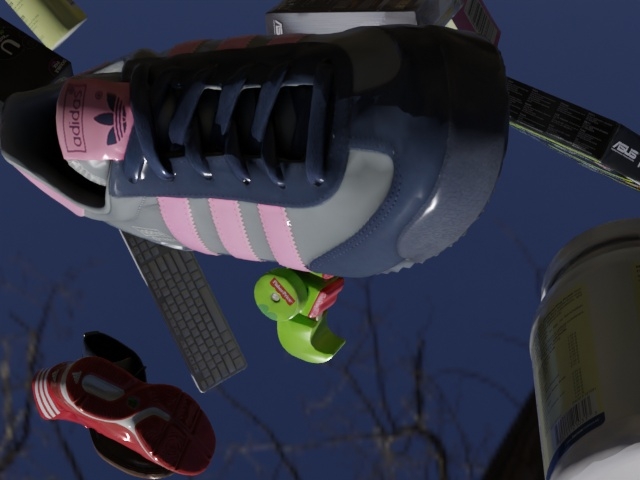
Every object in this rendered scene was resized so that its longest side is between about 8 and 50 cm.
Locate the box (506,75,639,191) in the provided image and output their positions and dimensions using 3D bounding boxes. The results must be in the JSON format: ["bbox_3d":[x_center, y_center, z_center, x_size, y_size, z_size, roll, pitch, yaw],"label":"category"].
[{"bbox_3d":[0.255,-0.089,1.489,0.184,0.045,0.191,26,-176,-40],"label":"box"}]

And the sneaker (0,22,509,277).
[{"bbox_3d":[-0.046,-0.042,0.736,0.131,0.112,0.319,9,172,-30],"label":"sneaker"}]

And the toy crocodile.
[{"bbox_3d":[0.000,0.000,2.032,0.105,0.340,0.115,22,-153,21],"label":"toy crocodile"}]

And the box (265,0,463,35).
[{"bbox_3d":[0.057,-0.276,1.924,0.183,0.056,0.231,2,-157,18],"label":"box"}]

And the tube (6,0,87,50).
[{"bbox_3d":[-0.374,-0.327,1.867,0.070,0.240,0.062,-37,-170,31],"label":"tube"}]

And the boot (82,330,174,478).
[{"bbox_3d":[-0.241,0.198,1.946,0.082,0.106,0.219,-15,-148,-32],"label":"boot"}]

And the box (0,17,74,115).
[{"bbox_3d":[-0.240,-0.124,1.245,0.083,0.052,0.062,33,-115,17],"label":"box"}]

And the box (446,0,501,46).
[{"bbox_3d":[0.103,-0.316,2.348,0.243,0.213,0.117,-17,-145,31],"label":"box"}]

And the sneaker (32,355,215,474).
[{"bbox_3d":[-0.226,0.190,1.802,0.128,0.221,0.087,-1,-125,49],"label":"sneaker"}]

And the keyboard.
[{"bbox_3d":[-0.171,0.055,1.936,0.072,0.256,0.014,-29,-173,-23],"label":"keyboard"}]

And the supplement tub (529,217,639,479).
[{"bbox_3d":[0.335,0.154,1.623,0.235,0.235,0.325,-3,-140,4],"label":"supplement tub"}]
